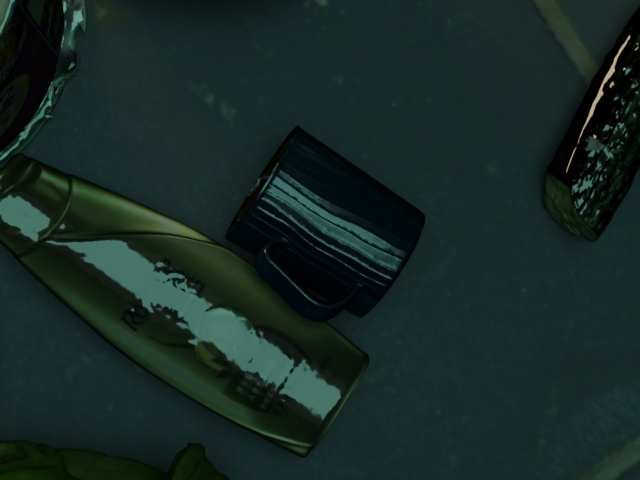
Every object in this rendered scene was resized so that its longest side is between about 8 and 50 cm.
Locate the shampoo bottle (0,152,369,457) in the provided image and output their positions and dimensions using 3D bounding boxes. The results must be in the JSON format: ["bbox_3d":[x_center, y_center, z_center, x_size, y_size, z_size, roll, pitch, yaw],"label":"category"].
[{"bbox_3d":[-0.131,0.048,1.686,0.350,0.084,0.126,34,82,-4],"label":"shampoo bottle"}]

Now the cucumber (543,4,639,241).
[{"bbox_3d":[0.269,-0.118,1.759,0.074,0.074,0.241,28,80,-5],"label":"cucumber"}]

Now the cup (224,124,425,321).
[{"bbox_3d":[-0.002,0.001,1.688,0.138,0.113,0.150,32,72,-6],"label":"cup"}]

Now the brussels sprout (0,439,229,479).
[{"bbox_3d":[-0.192,0.283,1.588,0.259,0.227,0.294,24,78,-5],"label":"brussels sprout"}]

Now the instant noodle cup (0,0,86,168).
[{"bbox_3d":[-0.356,-0.206,1.580,0.339,0.266,0.340,1,85,-8],"label":"instant noodle cup"}]
